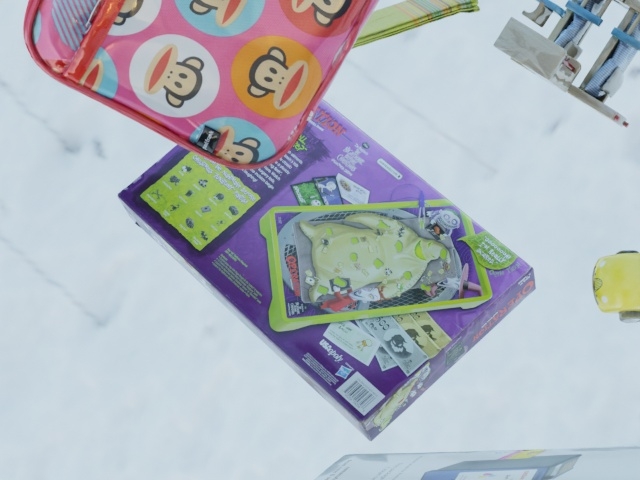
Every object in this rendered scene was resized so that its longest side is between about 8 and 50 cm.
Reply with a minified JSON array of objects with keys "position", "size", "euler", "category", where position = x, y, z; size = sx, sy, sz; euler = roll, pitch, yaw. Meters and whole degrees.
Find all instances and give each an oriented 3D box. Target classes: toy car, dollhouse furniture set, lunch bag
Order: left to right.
[{"position":[-0.079,-0.222,1.202],"size":[0.293,0.258,0.120],"euler":[-59,9,23],"category":"lunch bag"},{"position":[0.298,-0.219,1.845],"size":[0.129,0.183,0.129],"euler":[35,98,20],"category":"dollhouse furniture set"},{"position":[0.379,0.056,1.449],"size":[0.239,0.225,0.053],"euler":[-32,-5,-18],"category":"toy car"}]

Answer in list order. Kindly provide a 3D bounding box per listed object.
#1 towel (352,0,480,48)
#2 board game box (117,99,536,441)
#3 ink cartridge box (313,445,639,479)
[{"position":[0.076,-0.269,2.112],"size":[0.237,0.021,0.102],"euler":[-19,20,-7],"category":"towel"},{"position":[0.000,0.000,1.531],"size":[0.208,0.056,0.347],"euler":[-43,60,-10],"category":"board game box"},{"position":[0.099,0.197,0.900],"size":[0.212,0.093,0.154],"euler":[-7,103,32],"category":"ink cartridge box"}]
